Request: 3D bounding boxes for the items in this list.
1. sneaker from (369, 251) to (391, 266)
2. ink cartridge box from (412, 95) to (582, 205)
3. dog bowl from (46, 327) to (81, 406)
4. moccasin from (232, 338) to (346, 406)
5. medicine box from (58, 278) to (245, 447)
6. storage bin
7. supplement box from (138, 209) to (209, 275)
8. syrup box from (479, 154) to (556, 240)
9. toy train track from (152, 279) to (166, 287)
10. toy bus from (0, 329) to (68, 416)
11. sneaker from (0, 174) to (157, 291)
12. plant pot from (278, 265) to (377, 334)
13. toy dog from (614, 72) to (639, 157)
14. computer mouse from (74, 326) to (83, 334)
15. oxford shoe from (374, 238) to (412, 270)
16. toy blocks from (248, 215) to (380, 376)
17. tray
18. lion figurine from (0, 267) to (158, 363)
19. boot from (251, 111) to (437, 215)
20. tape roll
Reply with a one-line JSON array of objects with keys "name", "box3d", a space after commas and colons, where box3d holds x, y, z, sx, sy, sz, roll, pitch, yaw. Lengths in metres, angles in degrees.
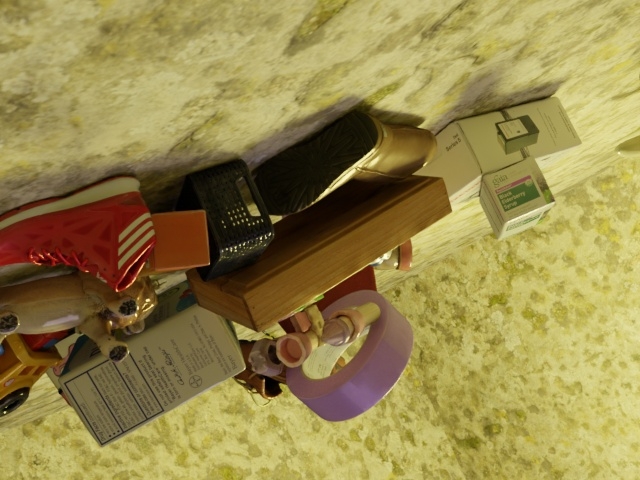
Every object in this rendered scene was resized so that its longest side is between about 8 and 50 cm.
[{"name": "sneaker", "box3d": [0.095, 0.001, 1.529, 0.112, 0.130, 0.296, -6, -159, 25]}, {"name": "ink cartridge box", "box3d": [0.325, -0.163, 1.529, 0.273, 0.114, 0.198, -17, 168, -31]}, {"name": "dog bowl", "box3d": [-0.455, 0.266, 1.904, 0.408, 0.150, 0.408, -22, 170, -4]}, {"name": "moccasin", "box3d": [-0.121, 0.323, 1.907, 0.380, 0.146, 0.139, 5, 163, 23]}, {"name": "medicine box", "box3d": [-0.304, 0.207, 1.467, 0.289, 0.149, 0.263, -28, -168, -5]}, {"name": "storage bin", "box3d": [-0.142, -0.025, 1.146, 0.084, 0.122, 0.180, -20, 170, -20]}, {"name": "supplement box", "box3d": [-0.219, 0.008, 1.118, 0.078, 0.080, 0.233, -6, 179, -21]}, {"name": "syrup box", "box3d": [0.355, -0.072, 1.460, 0.093, 0.096, 0.237, -24, 170, 5]}, {"name": "toy train track", "box3d": [-0.341, 0.093, 1.645, 0.048, 0.014, 0.083, -29, 177, -10]}, {"name": "toy bus", "box3d": [-0.537, 0.187, 1.352, 0.211, 0.149, 0.220, -38, 167, 4]}, {"name": "sneaker", "box3d": [-0.305, 0.016, 0.964, 0.221, 0.128, 0.087, -25, 169, -3]}, {"name": "plant pot", "box3d": [-0.001, 0.114, 1.901, 0.267, 0.235, 0.267, -22, 170, -13]}, {"name": "toy dog", "box3d": [0.793, -0.288, 1.663, 0.396, 0.284, 0.408, -8, 178, 30]}, {"name": "computer mouse", "box3d": [-0.437, 0.153, 1.631, 0.106, 0.042, 0.193, -47, 161, 12]}, {"name": "oxford shoe", "box3d": [0.139, 0.016, 2.061, 0.130, 0.122, 0.348, -2, 180, -7]}, {"name": "toy blocks", "box3d": [-0.098, 0.118, 1.549, 0.309, 0.288, 0.260, -27, 176, 32]}, {"name": "tray", "box3d": [0.000, 0.000, 1.326, 0.411, 0.076, 0.203, -29, -157, -28]}, {"name": "lion figurine", "box3d": [-0.417, 0.106, 1.192, 0.392, 0.142, 0.240, 0, -163, -33]}, {"name": "boot", "box3d": [0.048, -0.110, 1.253, 0.236, 0.089, 0.269, -27, 171, 22]}, {"name": "tape roll", "box3d": [0.058, 0.237, 1.657, 0.275, 0.090, 0.274, -36, -155, 20]}]
